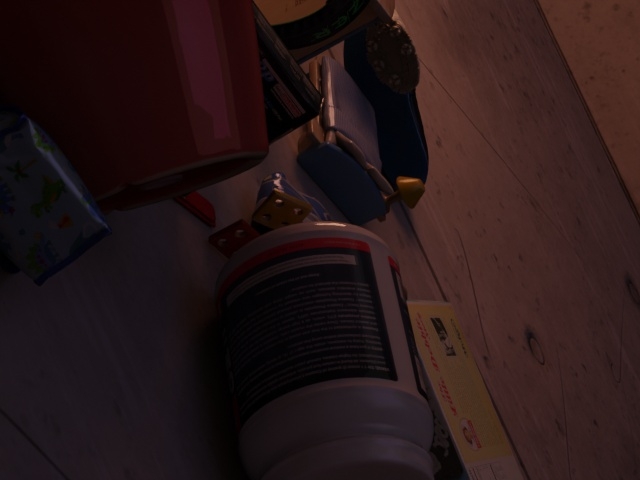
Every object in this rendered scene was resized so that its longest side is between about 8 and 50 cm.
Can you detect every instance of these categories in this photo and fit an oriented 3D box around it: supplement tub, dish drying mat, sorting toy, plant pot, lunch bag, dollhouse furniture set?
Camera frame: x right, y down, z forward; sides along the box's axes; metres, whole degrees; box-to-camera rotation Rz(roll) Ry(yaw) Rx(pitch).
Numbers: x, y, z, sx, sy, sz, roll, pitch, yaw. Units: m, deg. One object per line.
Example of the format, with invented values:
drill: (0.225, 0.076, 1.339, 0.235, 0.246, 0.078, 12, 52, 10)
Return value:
supplement tub: (0.005, 0.136, 1.831, 0.191, 0.191, 0.272, 39, 32, -48)
dish drying mat: (-0.135, -0.044, 1.964, 0.083, 0.008, 0.032, 38, 32, -48)
sorting toy: (0.000, 0.054, 1.995, 0.274, 0.132, 0.046, 47, 29, -38)
plant pot: (-0.173, -0.161, 1.684, 0.275, 0.275, 0.243, -10, 82, -68)
lunch bag: (-0.254, -0.043, 1.571, 0.129, 0.096, 0.151, 57, -7, -18)
dollhouse furniture set: (0.058, -0.225, 2.361, 0.303, 0.198, 0.286, 49, 26, -34)

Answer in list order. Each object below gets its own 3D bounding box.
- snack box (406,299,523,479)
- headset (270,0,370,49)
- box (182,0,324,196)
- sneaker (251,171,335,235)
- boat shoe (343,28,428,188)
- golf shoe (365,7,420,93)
snack box: (0.162, 0.228, 2.275, 0.187, 0.060, 0.322, 7, 59, -66)
headset: (-0.089, -0.384, 2.188, 0.394, 0.243, 0.185, 44, 4, 17)
box: (-0.130, -0.176, 1.884, 0.220, 0.175, 0.051, 53, 19, -19)
sneaker: (0.000, 0.000, 2.130, 0.211, 0.080, 0.081, 47, 30, -40)
boat shoe: (0.080, -0.192, 2.541, 0.089, 0.109, 0.258, -90, 172, -85)
golf shoe: (0.090, -0.278, 2.453, 0.176, 0.069, 0.086, 65, 26, -1)
